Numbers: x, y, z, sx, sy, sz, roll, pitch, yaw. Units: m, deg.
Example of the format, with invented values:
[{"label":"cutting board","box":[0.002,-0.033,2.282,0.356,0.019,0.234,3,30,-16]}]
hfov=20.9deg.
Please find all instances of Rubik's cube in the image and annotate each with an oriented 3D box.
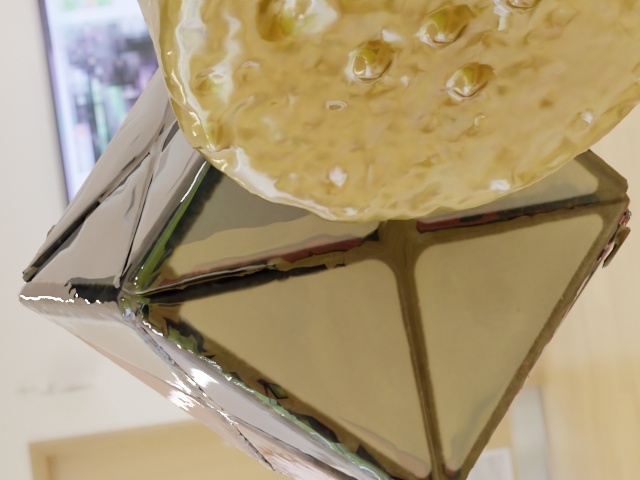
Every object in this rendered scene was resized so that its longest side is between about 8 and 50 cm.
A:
[{"label":"Rubik's cube","box":[0.000,0.000,1.311,0.310,0.305,0.307,-58,20,-12]}]

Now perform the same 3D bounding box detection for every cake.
[{"label":"cake","box":[0.032,-0.222,1.024,0.332,0.332,0.321,85,171,-47]}]
